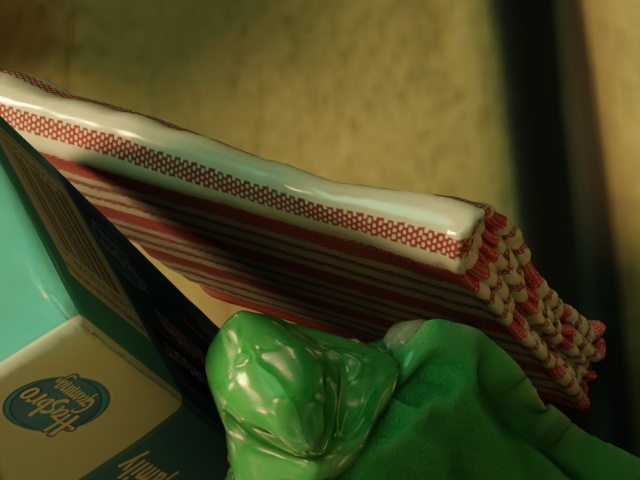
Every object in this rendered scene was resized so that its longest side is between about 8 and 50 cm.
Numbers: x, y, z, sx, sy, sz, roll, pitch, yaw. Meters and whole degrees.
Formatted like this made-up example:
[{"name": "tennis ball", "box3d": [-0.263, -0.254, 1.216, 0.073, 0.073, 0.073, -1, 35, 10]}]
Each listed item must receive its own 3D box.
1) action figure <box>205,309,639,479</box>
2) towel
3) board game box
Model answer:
[{"name": "action figure", "box3d": [0.020, 0.068, 0.492, 0.137, 0.232, 0.063, -45, 64, -5]}, {"name": "towel", "box3d": [0.000, 0.000, 0.544, 0.144, 0.197, 0.029, 15, 80, 21]}, {"name": "board game box", "box3d": [-0.177, 0.115, 0.516, 0.336, 0.254, 0.079, -32, 68, 2]}]
